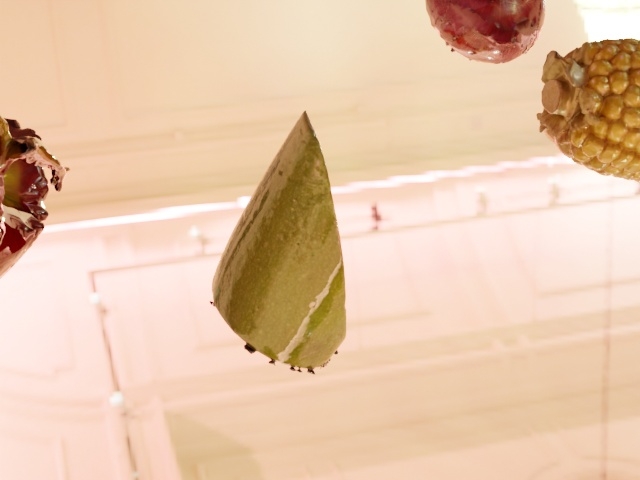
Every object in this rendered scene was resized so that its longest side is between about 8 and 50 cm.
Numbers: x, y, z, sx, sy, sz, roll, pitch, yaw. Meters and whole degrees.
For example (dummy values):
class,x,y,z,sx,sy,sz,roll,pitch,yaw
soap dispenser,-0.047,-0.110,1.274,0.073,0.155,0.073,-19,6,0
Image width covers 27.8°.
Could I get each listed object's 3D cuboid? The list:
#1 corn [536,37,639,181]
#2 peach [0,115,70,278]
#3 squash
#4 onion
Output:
class,x,y,z,sx,sy,sz,roll,pitch,yaw
corn,0.398,-0.111,1.257,0.387,0.144,0.144,9,-162,-13
peach,-0.419,-0.073,1.143,0.310,0.335,0.406,-35,-174,-4
squash,0.000,0.000,1.479,0.189,0.260,0.189,26,-153,-14
onion,0.206,-0.287,1.498,0.150,0.150,0.140,-12,170,-22
